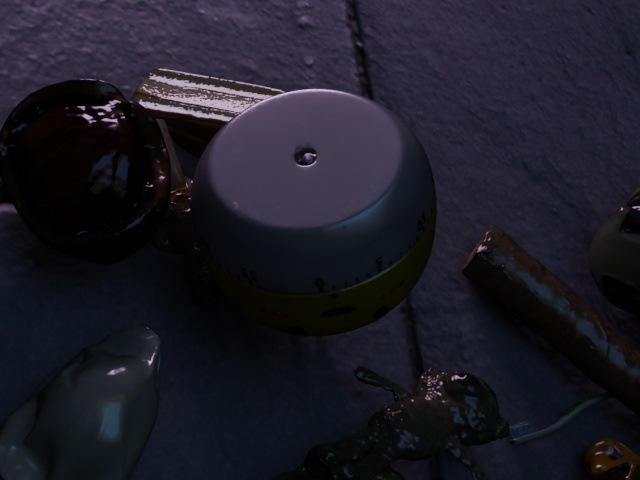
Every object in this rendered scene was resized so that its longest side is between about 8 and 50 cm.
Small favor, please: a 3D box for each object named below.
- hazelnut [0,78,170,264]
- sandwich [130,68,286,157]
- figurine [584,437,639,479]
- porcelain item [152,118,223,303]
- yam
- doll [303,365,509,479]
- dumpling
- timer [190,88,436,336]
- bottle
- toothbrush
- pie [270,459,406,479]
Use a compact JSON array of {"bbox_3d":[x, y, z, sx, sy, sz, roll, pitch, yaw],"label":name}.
[{"bbox_3d":[-0.251,-0.070,1.607,0.202,0.160,0.170,47,63,0],"label":"hazelnut"},{"bbox_3d":[-0.124,-0.159,1.755,0.163,0.113,0.079,33,53,-8],"label":"sandwich"},{"bbox_3d":[0.392,0.299,1.812,0.176,0.121,0.122,41,23,9],"label":"figurine"},{"bbox_3d":[-0.163,-0.032,1.702,0.084,0.054,0.213,-18,75,-33],"label":"porcelain item"},{"bbox_3d":[0.323,0.119,1.854,0.356,0.081,0.081,40,52,6],"label":"yam"},{"bbox_3d":[0.090,0.202,1.657,0.285,0.091,0.203,3,29,-29],"label":"doll"},{"bbox_3d":[-0.239,0.179,1.516,0.151,0.124,0.229,6,47,16],"label":"dumpling"},{"bbox_3d":[0.000,0.000,1.652,0.285,0.285,0.285,13,58,-22],"label":"timer"},{"bbox_3d":[0.484,-0.031,1.990,0.347,0.168,0.168,-35,84,-36],"label":"bottle"},{"bbox_3d":[0.329,0.205,1.861,0.263,0.022,0.026,-14,83,-34],"label":"toothbrush"},{"bbox_3d":[0.024,0.322,1.571,0.201,0.090,0.248,44,36,22],"label":"pie"}]
